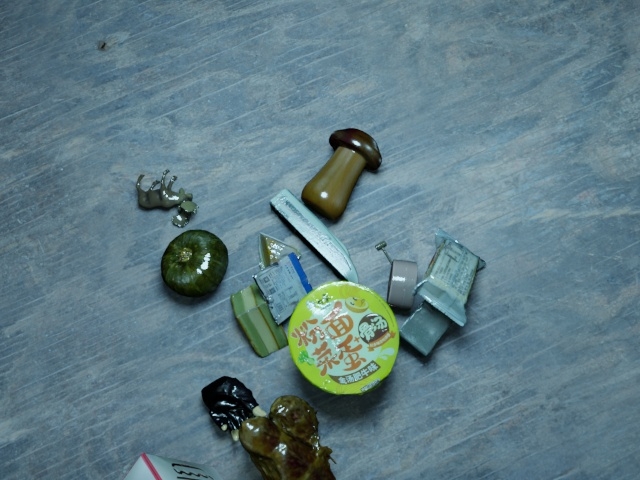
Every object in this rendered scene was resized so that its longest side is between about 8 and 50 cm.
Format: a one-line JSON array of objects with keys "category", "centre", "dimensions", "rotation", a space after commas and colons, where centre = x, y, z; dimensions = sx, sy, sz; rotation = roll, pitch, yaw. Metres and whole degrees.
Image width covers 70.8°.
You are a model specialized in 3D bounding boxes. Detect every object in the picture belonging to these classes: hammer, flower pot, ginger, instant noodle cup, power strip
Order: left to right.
[{"category": "ginger", "centre": [-0.046, 0.623, 1.255], "dimensions": [0.254, 0.176, 0.418], "rotation": [-30, 90, -50]}, {"category": "instant noodle cup", "centre": [0.068, 0.286, 1.315], "dimensions": [0.312, 0.221, 0.311], "rotation": [-1, 76, 3]}, {"category": "hammer", "centre": [0.221, 0.055, 1.475], "dimensions": [0.036, 0.019, 0.110], "rotation": [-28, 82, -5]}, {"category": "power strip", "centre": [0.251, 0.133, 1.383], "dimensions": [0.078, 0.154, 0.154], "rotation": [8, 76, 7]}, {"category": "flower pot", "centre": [0.336, 0.241, 1.377], "dimensions": [0.108, 0.103, 0.229], "rotation": [41, 80, 11]}]

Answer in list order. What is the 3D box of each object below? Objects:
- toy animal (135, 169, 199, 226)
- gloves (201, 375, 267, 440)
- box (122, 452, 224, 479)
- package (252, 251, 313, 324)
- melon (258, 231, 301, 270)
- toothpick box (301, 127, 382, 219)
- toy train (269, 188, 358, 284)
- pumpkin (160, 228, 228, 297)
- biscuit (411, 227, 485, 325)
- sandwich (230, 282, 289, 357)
[{"category": "toy animal", "centre": [-0.512, -0.138, 1.522], "dimensions": [0.215, 0.093, 0.185], "rotation": [-10, 71, 7]}, {"category": "gloves", "centre": [-0.247, 0.506, 1.329], "dimensions": [0.164, 0.124, 0.203], "rotation": [-28, 98, 17]}, {"category": "box", "centre": [-0.370, 0.769, 1.120], "dimensions": [0.300, 0.314, 0.312], "rotation": [26, 76, 41]}, {"category": "package", "centre": [-0.107, 0.145, 1.398], "dimensions": [0.173, 0.027, 0.171], "rotation": [-30, 96, -38]}, {"category": "melon", "centre": [-0.128, 0.056, 1.452], "dimensions": [0.140, 0.093, 0.202], "rotation": [-11, 82, -13]}, {"category": "toothpick box", "centre": [0.068, -0.223, 1.469], "dimensions": [0.192, 0.192, 0.294], "rotation": [32, 85, 10]}, {"category": "toy train", "centre": [0.000, 0.000, 1.463], "dimensions": [0.088, 0.086, 0.407], "rotation": [-42, 78, -14]}, {"category": "pumpkin", "centre": [-0.395, 0.073, 1.422], "dimensions": [0.224, 0.157, 0.223], "rotation": [-6, 66, 15]}, {"category": "biscuit", "centre": [0.396, 0.101, 1.355], "dimensions": [0.186, 0.079, 0.309], "rotation": [34, 42, 3]}, {"category": "sandwich", "centre": [-0.192, 0.252, 1.442], "dimensions": [0.117, 0.144, 0.187], "rotation": [-26, 112, -4]}]
